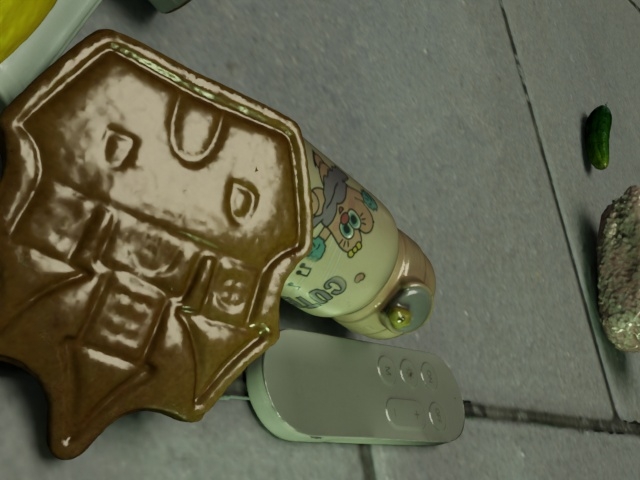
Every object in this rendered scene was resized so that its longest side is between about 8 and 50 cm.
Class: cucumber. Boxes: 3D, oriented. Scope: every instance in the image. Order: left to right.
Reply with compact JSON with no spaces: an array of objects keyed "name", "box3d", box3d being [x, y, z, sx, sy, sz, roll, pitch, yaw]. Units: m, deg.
[{"name":"cucumber","box3d":[0.414,-0.157,1.352,0.039,0.039,0.168,46,40,-26]}]

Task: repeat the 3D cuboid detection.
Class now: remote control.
[{"name":"remote control","box3d":[0.035,0.113,0.671,0.245,0.022,0.077,17,54,-49]}]

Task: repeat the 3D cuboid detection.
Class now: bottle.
[{"name":"bottle","box3d":[0.000,0.000,0.618,0.209,0.097,0.110,35,4,-36]}]

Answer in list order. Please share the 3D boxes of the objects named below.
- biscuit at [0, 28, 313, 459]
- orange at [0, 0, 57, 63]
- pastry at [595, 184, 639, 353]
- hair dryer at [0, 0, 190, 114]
[{"name":"biscuit","box3d":[-0.094,0.010,0.473,0.182,0.034,0.215,23,75,-25]},{"name":"orange","box3d":[-0.209,-0.157,0.284,0.279,0.279,0.235,16,57,-49]},{"name":"pastry","box3d":[0.401,0.056,1.140,0.103,0.112,0.265,43,31,-42]},{"name":"hair dryer","box3d":[-0.161,-0.157,0.524,0.173,0.108,0.357,43,45,-26]}]
